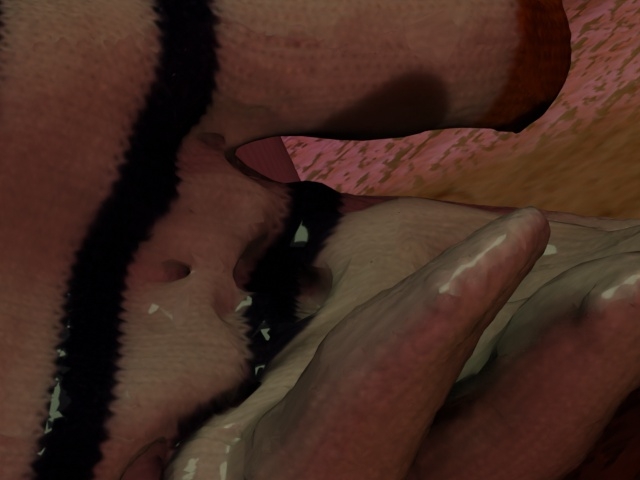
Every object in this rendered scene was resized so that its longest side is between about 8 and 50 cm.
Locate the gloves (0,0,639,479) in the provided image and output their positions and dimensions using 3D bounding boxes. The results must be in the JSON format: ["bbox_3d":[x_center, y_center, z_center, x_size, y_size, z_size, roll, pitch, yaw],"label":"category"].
[{"bbox_3d":[-0.004,0.014,0.401,0.219,0.131,0.140,10,32,-13],"label":"gloves"}]

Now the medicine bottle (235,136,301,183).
[{"bbox_3d":[-0.142,-0.082,0.510,0.202,0.315,0.202,-23,20,9],"label":"medicine bottle"}]
